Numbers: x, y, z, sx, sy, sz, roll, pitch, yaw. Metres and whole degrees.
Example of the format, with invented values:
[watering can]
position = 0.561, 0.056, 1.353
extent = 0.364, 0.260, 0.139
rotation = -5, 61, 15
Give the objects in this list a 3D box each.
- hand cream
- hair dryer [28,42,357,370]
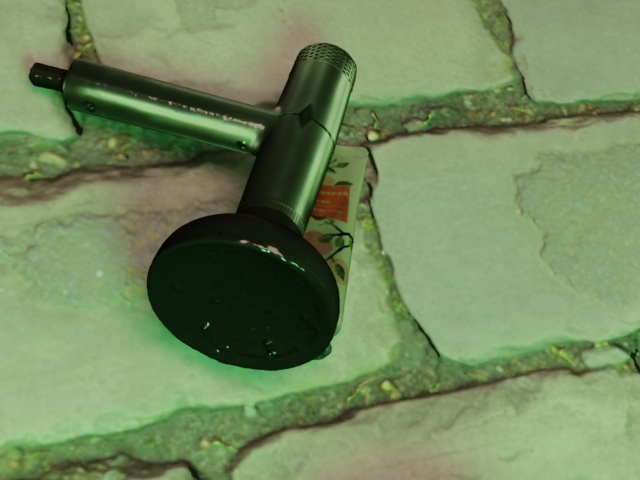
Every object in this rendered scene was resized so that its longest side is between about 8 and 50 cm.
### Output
[hand cream]
position = 0.000, 0.000, 1.140
extent = 0.080, 0.050, 0.234
rotation = 8, 54, -5
[hair dryer]
position = -0.116, -0.049, 1.098
extent = 0.284, 0.155, 0.320
rotation = -3, 45, 8
